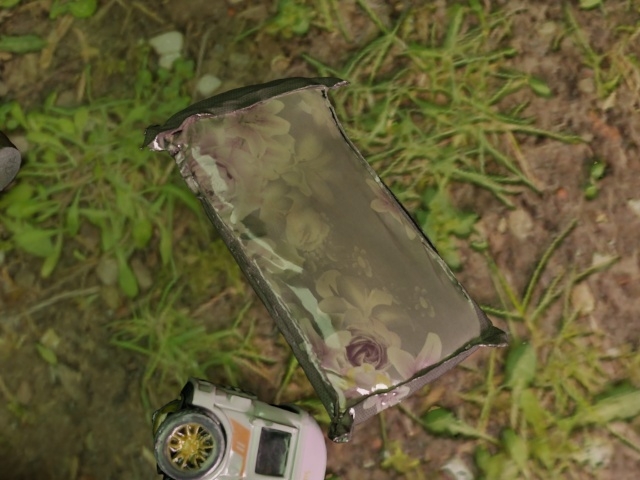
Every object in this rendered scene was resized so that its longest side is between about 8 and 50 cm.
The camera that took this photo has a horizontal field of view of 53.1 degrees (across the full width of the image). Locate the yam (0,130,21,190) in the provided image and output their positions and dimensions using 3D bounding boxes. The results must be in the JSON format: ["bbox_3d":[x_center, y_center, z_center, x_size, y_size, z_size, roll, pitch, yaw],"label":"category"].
[{"bbox_3d":[-0.292,-0.091,0.499,0.132,0.054,0.054,41,81,12],"label":"yam"}]

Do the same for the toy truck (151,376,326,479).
[{"bbox_3d":[-0.059,0.201,0.380,0.114,0.098,0.227,12,77,-14],"label":"toy truck"}]

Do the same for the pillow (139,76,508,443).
[{"bbox_3d":[0.000,0.000,0.439,0.169,0.059,0.255,-25,75,-33],"label":"pillow"}]
